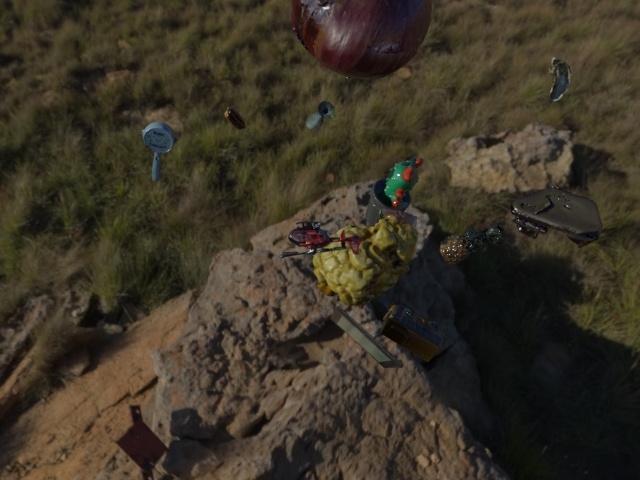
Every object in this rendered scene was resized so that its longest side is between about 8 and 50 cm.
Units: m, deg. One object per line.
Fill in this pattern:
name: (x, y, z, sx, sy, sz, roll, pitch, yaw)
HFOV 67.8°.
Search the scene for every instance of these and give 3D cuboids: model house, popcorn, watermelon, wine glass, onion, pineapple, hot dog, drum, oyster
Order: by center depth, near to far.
onion: (0.119, -0.567, 1.065, 0.348, 0.385, 0.347, 10, 65, -21)
oyster: (0.530, -0.367, 1.084, 0.081, 0.083, 0.038, 15, 25, -26)
model house: (0.577, -0.043, 1.175, 0.203, 0.164, 0.141, 31, 70, 27)
popcorn: (0.141, 0.063, 1.413, 0.332, 0.265, 0.225, -38, 56, 9)
wine glass: (-0.009, -0.441, 1.706, 0.066, 0.198, 0.066, 0, 89, -17)
hot dog: (-0.303, -0.434, 1.708, 0.037, 0.122, 0.049, 32, 88, 27)
watermelon: (0.276, -0.056, 1.737, 0.163, 0.069, 0.086, 11, 54, -24)
pineapple: (0.572, 0.005, 1.785, 0.111, 0.237, 0.119, 64, 26, -2)
drum: (-0.642, -0.342, 1.826, 0.130, 0.253, 0.049, 23, 35, -24)

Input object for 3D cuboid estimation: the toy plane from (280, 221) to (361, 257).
toy plane: (0.000, 0.000, 0.853, 0.145, 0.037, 0.060, 0, 67, 5)

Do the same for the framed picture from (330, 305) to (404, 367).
framed picture: (0.139, 0.323, 1.554, 0.265, 0.347, 0.016, 41, 77, 10)

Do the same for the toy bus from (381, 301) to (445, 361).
toy bus: (0.305, 0.308, 1.607, 0.201, 0.098, 0.114, 30, 34, 6)

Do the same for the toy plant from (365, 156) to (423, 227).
toy plant: (0.333, -0.224, 2.125, 0.280, 0.400, 0.185, -34, 70, -32)

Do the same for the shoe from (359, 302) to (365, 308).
shoe: (0.147, 0.144, 1.670, 0.109, 0.293, 0.149, 31, 78, 14)
